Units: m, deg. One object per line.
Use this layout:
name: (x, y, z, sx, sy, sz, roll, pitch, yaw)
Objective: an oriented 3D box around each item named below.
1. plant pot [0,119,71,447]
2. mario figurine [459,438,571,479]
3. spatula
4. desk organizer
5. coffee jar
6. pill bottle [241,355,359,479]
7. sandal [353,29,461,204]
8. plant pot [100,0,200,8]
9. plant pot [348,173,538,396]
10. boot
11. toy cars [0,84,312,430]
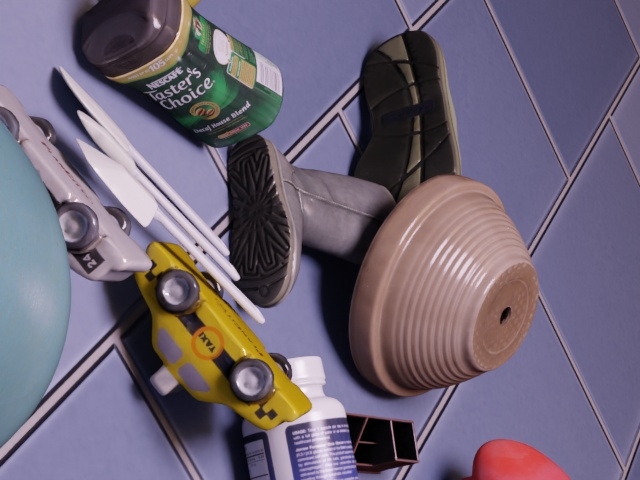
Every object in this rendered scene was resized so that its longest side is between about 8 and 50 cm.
plant pot: (-0.277, 0.022, 0.828, 0.235, 0.293, 0.293, 43, 39, -61)
mario figurine: (0.196, 0.368, 1.568, 0.198, 0.170, 0.320, -162, -115, -85)
spatula: (-0.133, -0.029, 1.249, 0.242, 0.019, 0.168, 50, 4, -35)
desk organizer: (0.039, 0.196, 1.436, 0.130, 0.050, 0.047, 16, 62, -54)
coffee jar: (-0.122, -0.157, 1.320, 0.184, 0.096, 0.079, 33, 46, -45)
pill bottle: (-0.017, 0.191, 1.308, 0.094, 0.094, 0.169, 6, 70, -56)
sandal: (0.106, -0.100, 1.636, 0.086, 0.120, 0.302, 56, 32, -49)
plant pot: (-0.139, -0.265, 1.348, 0.134, 0.095, 0.134, 33, 48, -47)
plant pot: (0.143, 0.060, 1.507, 0.237, 0.110, 0.237, -29, 130, -40)
boot: (0.002, 0.000, 1.456, 0.208, 0.076, 0.189, 30, 51, -49)
toy cars: (-0.158, 0.033, 1.172, 0.393, 0.087, 0.176, 45, 6, -34)
